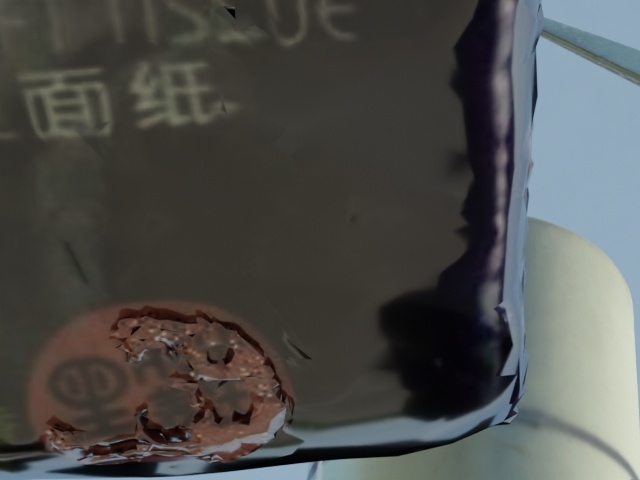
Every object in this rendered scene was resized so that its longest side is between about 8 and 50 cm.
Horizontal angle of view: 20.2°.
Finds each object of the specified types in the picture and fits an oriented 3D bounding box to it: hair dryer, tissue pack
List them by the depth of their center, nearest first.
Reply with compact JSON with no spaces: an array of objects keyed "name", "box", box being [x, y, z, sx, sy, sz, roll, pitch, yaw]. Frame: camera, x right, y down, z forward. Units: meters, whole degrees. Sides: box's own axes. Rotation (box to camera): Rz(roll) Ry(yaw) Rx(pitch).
[{"name":"tissue pack","box":[-0.078,-0.076,0.367,0.245,0.123,0.332,-5,-47,-1]},{"name":"hair dryer","box":[0.170,0.128,0.690,0.362,0.203,0.128,14,-42,-10]}]

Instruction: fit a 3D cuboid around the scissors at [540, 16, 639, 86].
[{"name":"scissors","box":[0.305,-0.104,1.353,0.447,0.193,0.029,28,-52,32]}]
